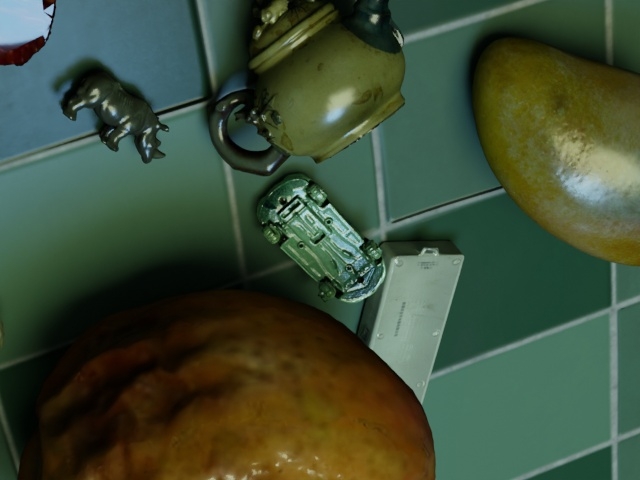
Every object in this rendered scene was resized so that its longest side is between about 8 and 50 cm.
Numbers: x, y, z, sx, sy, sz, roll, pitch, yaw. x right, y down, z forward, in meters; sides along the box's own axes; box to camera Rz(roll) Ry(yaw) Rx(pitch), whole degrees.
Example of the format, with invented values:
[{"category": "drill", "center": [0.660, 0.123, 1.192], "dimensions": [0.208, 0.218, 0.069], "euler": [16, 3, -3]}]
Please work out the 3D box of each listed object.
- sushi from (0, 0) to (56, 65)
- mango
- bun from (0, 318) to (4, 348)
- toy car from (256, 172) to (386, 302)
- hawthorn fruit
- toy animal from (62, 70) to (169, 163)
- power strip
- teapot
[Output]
[{"category": "sushi", "center": [-0.309, -0.283, 1.480], "dimensions": [0.136, 0.126, 0.225], "euler": [-2, 127, -27]}, {"category": "mango", "center": [0.331, -0.104, 1.872], "dimensions": [0.384, 0.199, 0.221], "euler": [37, 107, -26]}, {"category": "bun", "center": [-0.402, 0.111, 1.718], "dimensions": [0.115, 0.069, 0.115], "euler": [-4, 101, -24]}, {"category": "toy car", "center": [0.000, 0.000, 1.854], "dimensions": [0.093, 0.058, 0.186], "euler": [-43, 117, 5]}, {"category": "hawthorn fruit", "center": [-0.111, 0.270, 1.744], "dimensions": [0.471, 0.472, 0.472], "euler": [-13, 125, -19]}, {"category": "toy animal", "center": [-0.210, -0.126, 1.675], "dimensions": [0.135, 0.047, 0.065], "euler": [39, 90, -33]}, {"category": "power strip", "center": [0.091, 0.159, 2.012], "dimensions": [0.106, 0.043, 0.367], "euler": [-1, 120, -26]}, {"category": "teapot", "center": [-0.019, -0.181, 1.681], "dimensions": [0.269, 0.173, 0.182], "euler": [-33, 98, 23]}]
